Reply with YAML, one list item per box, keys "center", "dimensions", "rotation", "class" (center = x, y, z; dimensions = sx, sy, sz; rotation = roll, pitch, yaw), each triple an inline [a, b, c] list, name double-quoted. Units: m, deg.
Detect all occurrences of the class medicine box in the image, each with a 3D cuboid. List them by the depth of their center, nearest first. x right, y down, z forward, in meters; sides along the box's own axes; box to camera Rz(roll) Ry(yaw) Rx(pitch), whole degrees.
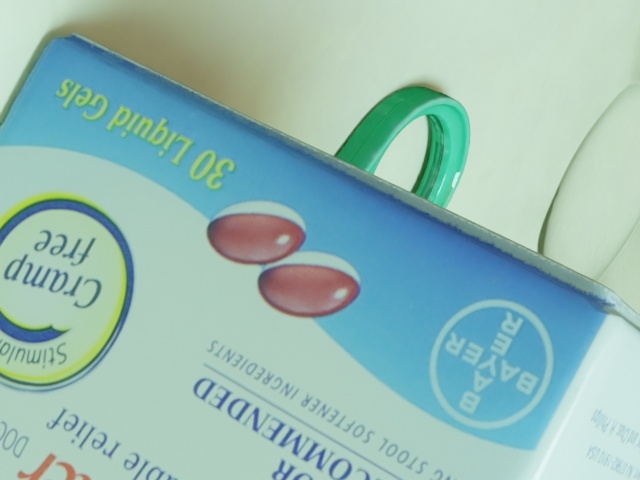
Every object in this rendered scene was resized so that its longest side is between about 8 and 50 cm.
- center: [-0.039, 0.112, 0.747]
  dimensions: [0.289, 0.263, 0.149]
  rotation: [-62, 150, -2]
  class: "medicine box"

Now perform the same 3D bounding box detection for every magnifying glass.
- center: [0.000, 0.000, 0.961]
  dimensions: [0.231, 0.026, 0.092]
  rotation: [-37, 142, -37]
  class: "magnifying glass"
